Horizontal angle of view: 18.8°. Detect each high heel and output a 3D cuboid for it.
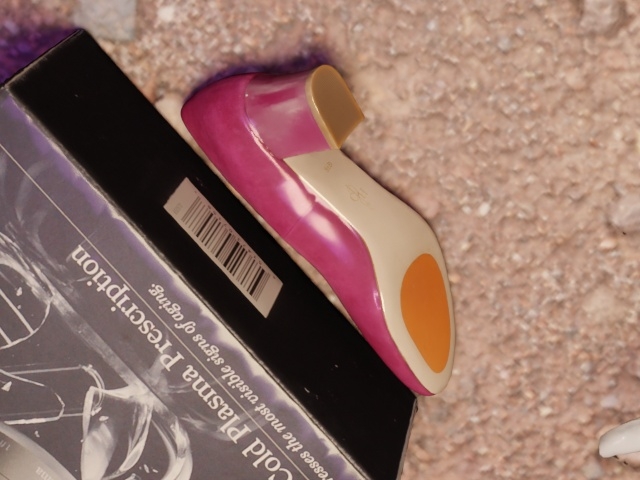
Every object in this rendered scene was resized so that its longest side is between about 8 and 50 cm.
[{"bbox_3d":[0.000,0.000,1.256,0.117,0.082,0.244,-8,122,39],"label":"high heel"}]

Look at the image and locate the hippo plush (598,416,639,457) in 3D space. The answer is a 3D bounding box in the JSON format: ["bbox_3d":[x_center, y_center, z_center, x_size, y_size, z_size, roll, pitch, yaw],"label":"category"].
[{"bbox_3d":[0.369,0.063,1.125,0.236,0.234,0.294,34,78,-16],"label":"hippo plush"}]

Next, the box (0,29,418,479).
[{"bbox_3d":[-0.168,0.104,1.243,0.312,0.179,0.343,-40,98,18],"label":"box"}]
